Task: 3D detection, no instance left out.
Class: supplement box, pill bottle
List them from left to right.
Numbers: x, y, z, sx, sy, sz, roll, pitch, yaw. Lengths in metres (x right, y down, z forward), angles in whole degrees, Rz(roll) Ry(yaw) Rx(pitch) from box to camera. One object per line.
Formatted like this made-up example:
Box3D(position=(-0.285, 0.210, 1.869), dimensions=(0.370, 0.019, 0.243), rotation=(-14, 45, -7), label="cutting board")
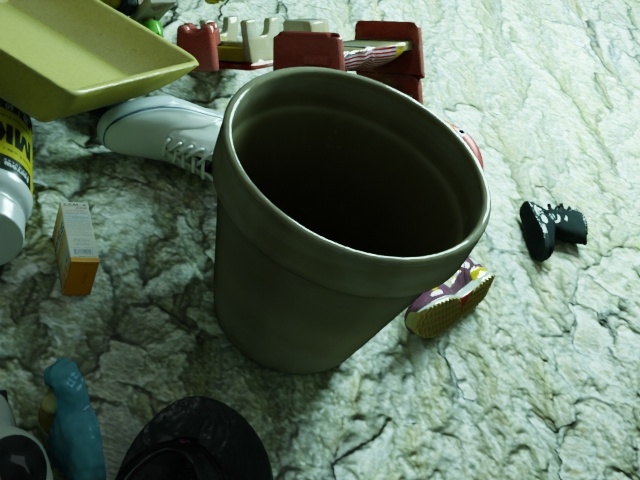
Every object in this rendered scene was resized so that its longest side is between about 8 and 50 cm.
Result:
Box3D(position=(-0.402, -0.074, 1.418), dimensions=(0.119, 0.119, 0.208), rotation=(7, 44, -21), label="pill bottle")
Box3D(position=(-0.294, 0.009, 1.428), dimensions=(0.036, 0.062, 0.098), rotation=(1, 45, -24), label="supplement box")

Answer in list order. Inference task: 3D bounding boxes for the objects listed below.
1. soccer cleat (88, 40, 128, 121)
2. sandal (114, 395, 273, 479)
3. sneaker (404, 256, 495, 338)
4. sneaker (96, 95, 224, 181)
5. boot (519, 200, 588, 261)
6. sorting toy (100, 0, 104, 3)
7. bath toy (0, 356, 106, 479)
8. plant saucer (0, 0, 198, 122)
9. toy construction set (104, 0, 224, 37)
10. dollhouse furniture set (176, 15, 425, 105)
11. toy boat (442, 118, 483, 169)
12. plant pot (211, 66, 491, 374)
Box3D(position=(-0.308, -0.233, 1.669), dimensions=(0.060, 0.072, 0.179), rotation=(-4, 49, -30), label="soccer cleat")
Box3D(position=(-0.149, 0.303, 1.129), dimensions=(0.167, 0.107, 0.446), rotation=(9, 40, 7), label="sandal")
Box3D(position=(0.154, 0.069, 1.599), dimensions=(0.084, 0.070, 0.185), rotation=(36, 35, 25), label="sneaker")
Box3D(position=(-0.170, -0.131, 1.614), dimensions=(0.258, 0.094, 0.091), rotation=(2, 41, -26), label="sneaker")
Box3D(position=(0.358, -0.010, 1.799), dimensions=(0.099, 0.045, 0.121), rotation=(12, 42, -21), label="boot")
Box3D(position=(-0.437, -0.437, 1.839), dimensions=(0.132, 0.046, 0.274), rotation=(-21, 59, -41), label="sorting toy")
Box3D(position=(-0.374, 0.217, 1.119), dimensions=(0.348, 0.129, 0.151), rotation=(-17, 22, -40), label="bath toy")
Box3D(position=(-0.371, -0.257, 1.526), dimensions=(0.332, 0.081, 0.333), rotation=(32, 23, 11), label="plant saucer")
Box3D(position=(-0.188, -0.414, 1.752), dimensions=(0.257, 0.309, 0.237), rotation=(14, 63, -54), label="toy construction set")
Box3D(position=(-0.055, -0.228, 1.677), dimensions=(0.374, 0.152, 0.201), rotation=(10, 19, 38), label="dollhouse furniture set")
Box3D(position=(0.151, -0.112, 1.715), dimensions=(0.151, 0.151, 0.231), rotation=(39, 42, 14), label="toy boat")
Box3D(position=(0.000, 0.000, 1.420), dimensions=(0.323, 0.280, 0.323), rotation=(14, 42, -13), label="plant pot")
